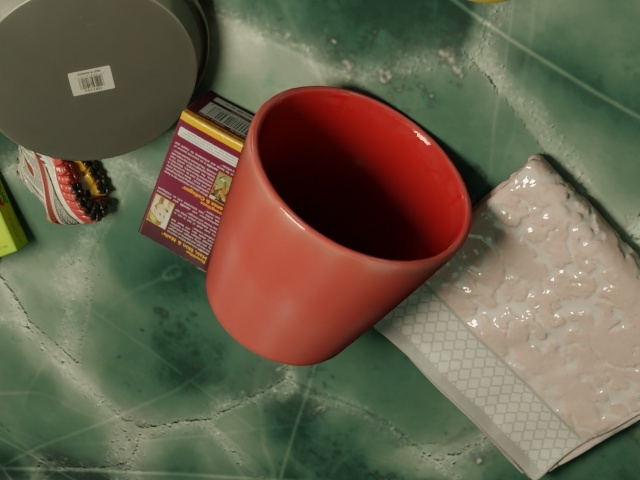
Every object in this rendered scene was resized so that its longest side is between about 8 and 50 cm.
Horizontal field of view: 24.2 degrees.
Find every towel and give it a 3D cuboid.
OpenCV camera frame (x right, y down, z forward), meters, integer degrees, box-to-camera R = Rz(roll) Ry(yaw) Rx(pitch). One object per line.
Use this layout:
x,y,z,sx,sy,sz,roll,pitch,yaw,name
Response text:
0.261,0.105,1.787,0.332,0.053,0.317,45,121,-7,towel

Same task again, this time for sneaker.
-0.356,-0.114,1.879,0.093,0.088,0.225,-14,107,34,sneaker

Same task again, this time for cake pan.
-0.270,-0.204,1.724,0.293,0.054,0.293,-8,135,-8,cake pan

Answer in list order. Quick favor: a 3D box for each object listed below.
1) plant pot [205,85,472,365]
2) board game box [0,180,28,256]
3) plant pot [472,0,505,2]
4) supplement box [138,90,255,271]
0.000,0.000,1.720,0.275,0.275,0.243,34,131,1,plant pot
-0.463,-0.060,1.945,0.092,0.043,0.181,-19,99,15,board game box
0.178,-0.299,1.596,0.083,0.081,0.081,22,121,-3,plant pot
-0.137,-0.072,1.821,0.104,0.081,0.188,29,122,8,supplement box
